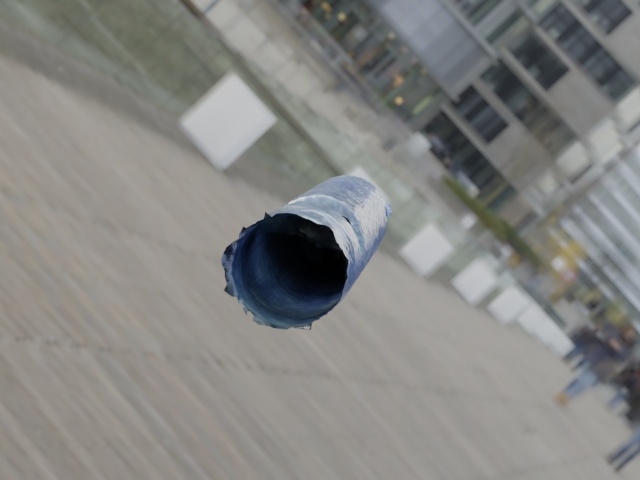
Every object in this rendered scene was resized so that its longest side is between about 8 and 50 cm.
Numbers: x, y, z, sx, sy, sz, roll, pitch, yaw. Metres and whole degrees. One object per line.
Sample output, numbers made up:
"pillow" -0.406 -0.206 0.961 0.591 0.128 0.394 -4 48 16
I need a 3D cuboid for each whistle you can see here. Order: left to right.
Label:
"whistle" 0.000 0.000 0.881 0.062 0.062 0.304 48 9 0
